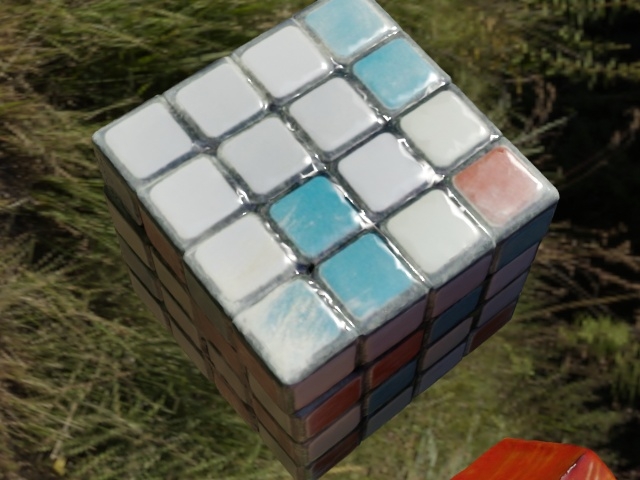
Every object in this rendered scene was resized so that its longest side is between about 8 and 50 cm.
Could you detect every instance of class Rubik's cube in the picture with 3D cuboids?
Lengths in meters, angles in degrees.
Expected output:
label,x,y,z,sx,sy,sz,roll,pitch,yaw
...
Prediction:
label,x,y,z,sx,sy,sz,roll,pitch,yaw
Rubik's cube,0.001,0.001,0.942,0.259,0.256,0.253,-35,158,-18

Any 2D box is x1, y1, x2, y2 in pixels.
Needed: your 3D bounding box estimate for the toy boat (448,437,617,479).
label,x,y,z,sx,sy,sz,roll,pitch,yaw
toy boat,0.081,0.280,0.799,0.332,0.145,0.133,-34,103,-27
